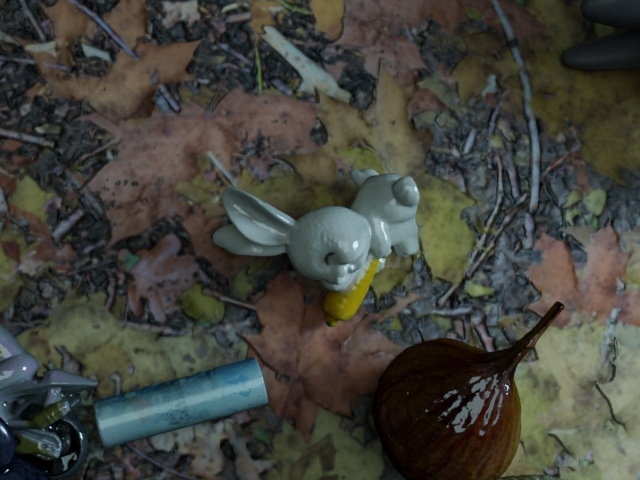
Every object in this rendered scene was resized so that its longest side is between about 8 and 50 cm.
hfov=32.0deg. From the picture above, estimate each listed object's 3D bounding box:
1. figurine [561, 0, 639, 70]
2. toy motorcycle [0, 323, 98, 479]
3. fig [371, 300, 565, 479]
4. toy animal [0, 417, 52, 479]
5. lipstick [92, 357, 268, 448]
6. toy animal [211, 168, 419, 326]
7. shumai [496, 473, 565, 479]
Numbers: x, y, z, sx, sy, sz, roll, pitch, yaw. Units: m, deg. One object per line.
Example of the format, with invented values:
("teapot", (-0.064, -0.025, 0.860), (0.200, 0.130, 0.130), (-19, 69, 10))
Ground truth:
("figurine", (0.443, -0.190, 1.126), (0.377, 0.266, 0.362), (-3, 113, 22))
("toy motorcycle", (-0.312, 0.128, 1.003), (0.225, 0.073, 0.152), (10, 90, 0))
("fig", (0.146, 0.139, 1.009), (0.133, 0.201, 0.146), (-21, 75, -52))
("toy animal", (-0.287, 0.272, 0.948), (0.185, 0.122, 0.298), (-30, 97, 9))
("lipstick", (-0.131, 0.152, 1.043), (0.157, 0.048, 0.048), (-14, 86, -10))
("toy animal", (0.000, 0.000, 1.071), (0.181, 0.131, 0.127), (-23, 56, -18))
("shumai", (0.211, 0.289, 1.050), (0.145, 0.145, 0.116), (15, 100, -7))
